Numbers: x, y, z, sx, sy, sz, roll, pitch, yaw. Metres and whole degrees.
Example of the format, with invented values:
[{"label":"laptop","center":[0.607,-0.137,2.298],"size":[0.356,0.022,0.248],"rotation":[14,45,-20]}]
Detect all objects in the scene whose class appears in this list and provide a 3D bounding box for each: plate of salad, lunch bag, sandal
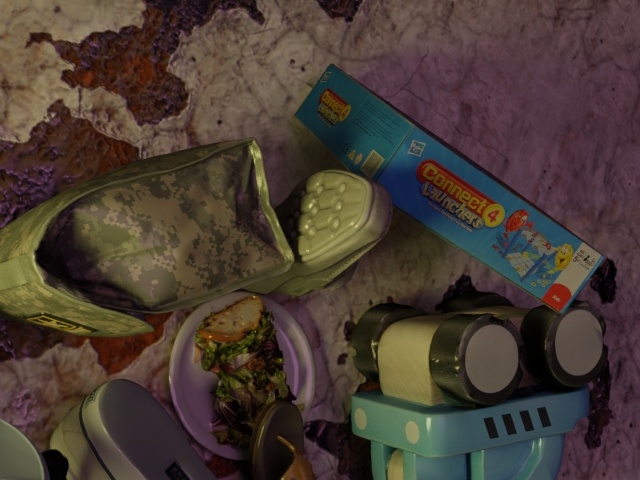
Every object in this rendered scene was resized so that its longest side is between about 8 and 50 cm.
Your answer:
[{"label":"plate of salad","center":[-0.084,0.158,1.420],"size":[0.200,0.048,0.199],"rotation":[7,78,-33]},{"label":"lunch bag","center":[-0.213,0.012,1.246],"size":[0.287,0.235,0.169],"rotation":[-20,96,-34]},{"label":"sandal","center":[-0.040,0.295,1.393],"size":[0.090,0.060,0.219],"rotation":[12,82,-54]}]

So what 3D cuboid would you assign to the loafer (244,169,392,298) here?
[{"label":"loafer","center":[0.000,0.000,1.336],"size":[0.111,0.319,0.112],"rotation":[20,72,-22]}]

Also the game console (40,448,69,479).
[{"label":"game console","center":[-0.318,0.380,1.115],"size":[0.173,0.250,0.293],"rotation":[36,37,21]}]

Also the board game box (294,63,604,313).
[{"label":"board game box","center":[0.147,-0.069,1.457],"size":[0.302,0.308,0.086],"rotation":[31,99,-26]}]

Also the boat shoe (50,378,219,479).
[{"label":"boat shoe","center":[-0.170,0.334,1.282],"size":[0.367,0.156,0.136],"rotation":[53,30,-1]}]

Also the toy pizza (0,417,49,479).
[{"label":"toy pizza","center":[-0.344,0.220,1.070],"size":[0.201,0.201,0.032],"rotation":[-9,130,-34]}]

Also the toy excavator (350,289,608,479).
[{"label":"toy excavator","center":[0.144,0.302,1.467],"size":[0.433,0.222,0.445],"rotation":[-6,94,-32]}]
